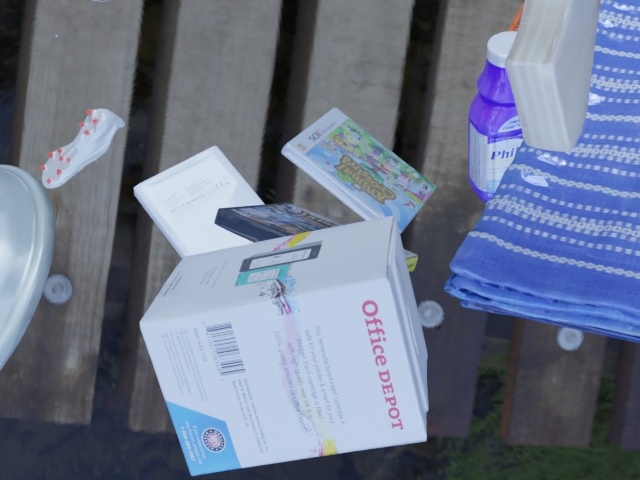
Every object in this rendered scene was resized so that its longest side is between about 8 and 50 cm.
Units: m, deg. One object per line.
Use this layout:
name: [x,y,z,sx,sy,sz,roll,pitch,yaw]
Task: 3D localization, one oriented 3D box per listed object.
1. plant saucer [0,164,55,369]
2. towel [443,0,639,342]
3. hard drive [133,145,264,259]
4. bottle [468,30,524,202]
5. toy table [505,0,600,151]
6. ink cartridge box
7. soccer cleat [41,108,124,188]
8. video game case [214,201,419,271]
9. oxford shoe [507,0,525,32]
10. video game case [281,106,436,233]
plant saucer: [-0.507,0.059,1.163,0.400,0.400,0.100,-49,135,-1]
towel: [0.254,-0.066,0.661,0.336,0.243,0.040,-58,141,-29]
hard drive: [-0.209,-0.038,1.904,0.203,0.040,0.307,-30,67,-22]
bottle: [0.288,-0.185,1.447,0.118,0.092,0.282,-17,136,-9]
toy table: [0.119,-0.183,0.452,0.252,0.274,0.160,52,55,-38]
ink cartridge box: [-0.026,0.115,1.071,0.270,0.197,0.198,-11,109,11]
soccer cleat: [-0.437,-0.162,1.731,0.196,0.068,0.076,-44,149,20]
video game case: [0.000,0.000,1.574,0.275,0.248,0.035,23,104,22]
oxford shoe: [0.432,-0.382,1.821,0.130,0.363,0.132,22,63,13]
video game case: [0.065,-0.108,1.441,0.212,0.193,0.023,39,124,3]
